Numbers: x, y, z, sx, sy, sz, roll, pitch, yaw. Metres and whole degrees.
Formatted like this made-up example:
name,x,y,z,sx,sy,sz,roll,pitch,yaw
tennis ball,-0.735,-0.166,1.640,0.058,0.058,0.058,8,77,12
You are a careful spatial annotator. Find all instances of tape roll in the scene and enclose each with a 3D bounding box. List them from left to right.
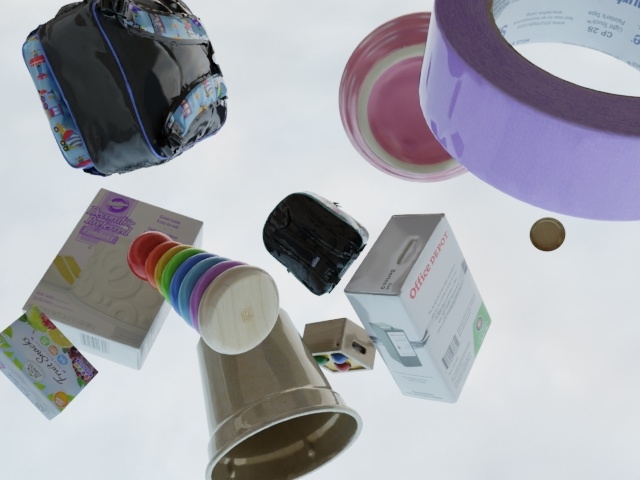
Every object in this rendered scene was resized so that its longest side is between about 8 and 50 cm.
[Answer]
name,x,y,z,sx,sy,sz,roll,pitch,yaw
tape roll,0.224,-0.147,0.602,0.274,0.090,0.275,1,-129,-1

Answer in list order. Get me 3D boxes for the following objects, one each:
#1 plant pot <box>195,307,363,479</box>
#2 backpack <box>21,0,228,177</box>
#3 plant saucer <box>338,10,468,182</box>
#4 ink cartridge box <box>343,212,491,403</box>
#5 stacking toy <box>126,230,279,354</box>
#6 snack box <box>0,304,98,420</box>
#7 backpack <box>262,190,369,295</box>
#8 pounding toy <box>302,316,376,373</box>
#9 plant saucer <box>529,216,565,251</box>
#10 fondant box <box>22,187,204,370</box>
name,x,y,z,sx,sy,sz,roll,pitch,yaw
plant pot,-0.119,0.317,1.533,0.333,0.334,0.305,-21,-126,-6
backpack,-0.168,-0.152,0.685,0.116,0.158,0.173,-14,-165,24
plant saucer,0.195,-0.254,1.354,0.332,0.332,0.084,-4,-153,11
ink cartridge box,0.188,0.121,1.321,0.121,0.289,0.211,0,-138,39
stacking toy,-0.215,0.066,1.189,0.141,0.141,0.330,-40,-142,-24
snack box,-0.408,0.178,1.058,0.037,0.141,0.100,-35,-169,31
backpack,-0.015,-0.008,1.436,0.188,0.166,0.144,36,-164,-1
pounding toy,0.089,0.257,1.676,0.206,0.181,0.094,-14,-127,40
plant saucer,0.537,-0.015,1.709,0.083,0.083,0.015,-5,-171,10
fondant box,-0.408,0.069,1.463,0.238,0.096,0.330,18,-129,2
